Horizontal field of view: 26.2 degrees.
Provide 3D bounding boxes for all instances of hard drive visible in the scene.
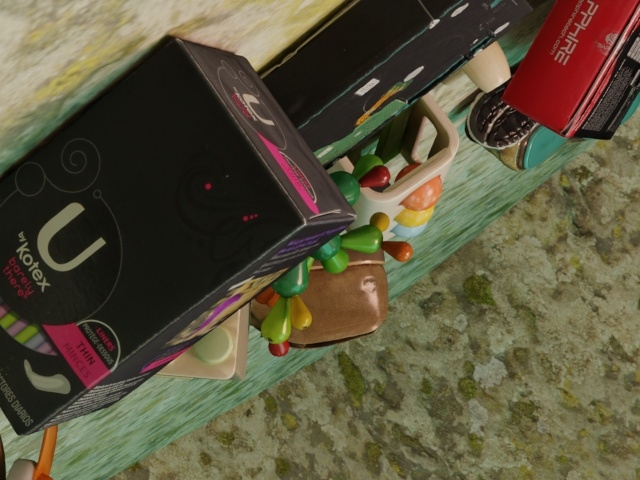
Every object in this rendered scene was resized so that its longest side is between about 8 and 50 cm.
[{"bbox_3d":[0.027,-0.141,1.241,0.339,0.064,0.237,-38,171,14],"label":"hard drive"}]

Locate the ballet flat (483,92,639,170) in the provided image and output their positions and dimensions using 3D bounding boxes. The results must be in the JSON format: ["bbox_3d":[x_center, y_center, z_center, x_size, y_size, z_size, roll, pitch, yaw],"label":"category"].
[{"bbox_3d":[0.357,-0.199,2.076,0.348,0.123,0.123,-27,169,-42],"label":"ballet flat"}]

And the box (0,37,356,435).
[{"bbox_3d":[-0.137,-0.001,1.024,0.270,0.165,0.143,-38,171,14],"label":"box"}]

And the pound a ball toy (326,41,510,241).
[{"bbox_3d":[0.115,-0.101,1.570,0.208,0.136,0.319,-34,172,-7],"label":"pound a ball toy"}]

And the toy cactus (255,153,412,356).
[{"bbox_3d":[0.000,0.000,1.316,0.219,0.112,0.180,-50,153,-10],"label":"toy cactus"}]

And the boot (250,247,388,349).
[{"bbox_3d":[-0.066,0.081,1.678,0.305,0.115,0.112,-8,173,-2],"label":"boot"}]

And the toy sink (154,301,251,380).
[{"bbox_3d":[-0.143,0.058,1.232,0.153,0.131,0.234,4,170,0],"label":"toy sink"}]

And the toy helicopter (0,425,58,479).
[{"bbox_3d":[-0.329,0.292,1.256,0.235,0.355,0.140,-17,170,-4],"label":"toy helicopter"}]

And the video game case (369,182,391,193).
[{"bbox_3d":[-0.038,0.000,1.890,0.248,0.035,0.275,-38,172,19],"label":"video game case"}]

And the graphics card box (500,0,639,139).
[{"bbox_3d":[0.334,-0.235,1.587,0.233,0.094,0.371,-62,164,13],"label":"graphics card box"}]

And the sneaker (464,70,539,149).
[{"bbox_3d":[0.311,-0.216,1.899,0.271,0.100,0.108,-29,-177,-7],"label":"sneaker"}]
